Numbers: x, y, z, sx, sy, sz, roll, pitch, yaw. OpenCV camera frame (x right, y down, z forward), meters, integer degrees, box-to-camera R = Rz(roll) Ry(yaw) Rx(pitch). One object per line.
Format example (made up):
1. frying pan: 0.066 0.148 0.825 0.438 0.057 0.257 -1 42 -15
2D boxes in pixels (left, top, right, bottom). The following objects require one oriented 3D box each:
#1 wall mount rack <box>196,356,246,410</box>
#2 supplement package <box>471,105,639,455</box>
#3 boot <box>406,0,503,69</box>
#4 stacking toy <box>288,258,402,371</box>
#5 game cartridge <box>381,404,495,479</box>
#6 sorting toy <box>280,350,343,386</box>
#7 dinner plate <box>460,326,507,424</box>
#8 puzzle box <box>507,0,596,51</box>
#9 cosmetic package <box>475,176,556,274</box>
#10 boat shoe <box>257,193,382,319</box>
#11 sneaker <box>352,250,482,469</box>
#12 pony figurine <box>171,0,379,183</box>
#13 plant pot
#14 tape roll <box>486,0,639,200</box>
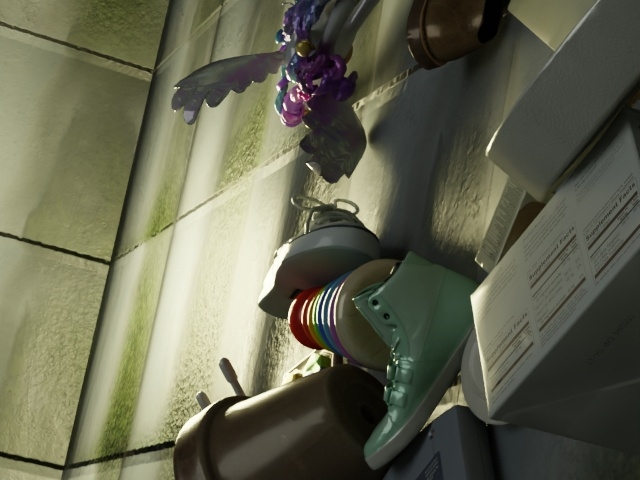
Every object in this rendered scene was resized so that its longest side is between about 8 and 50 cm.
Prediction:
1. wall mount rack: -0.132 0.352 2.369 0.350 0.131 0.304 127 155 -66
2. supplement package: 0.286 0.046 1.402 0.145 0.204 0.262 -94 28 -42
3. boot: 0.201 -0.367 2.189 0.115 0.112 0.305 -13 53 34
4. stacking toy: 0.034 0.104 2.162 0.330 0.141 0.141 167 117 -70
5. game cartridge: 0.116 0.333 1.879 0.196 0.060 0.294 -99 31 -44
6. sorting toy: -0.023 0.245 2.353 0.208 0.038 0.193 132 148 -52
7. dinner plate: 0.201 0.132 1.793 0.141 0.017 0.141 -25 55 42
8. puzzle box: 0.352 -0.398 1.814 0.272 0.052 0.408 -116 45 -63
9. cosmetic package: 0.224 -0.014 1.872 0.060 0.041 0.115 -125 54 -66
10. boat shoe: 0.008 0.003 2.354 0.367 0.136 0.156 129 155 -68
11. sneaker: 0.086 0.135 1.911 0.256 0.151 0.094 -58 -4 10
12. pony figurine: -0.011 -0.275 2.471 0.351 0.303 0.363 -44 -18 -57
13. plant pot: -0.018 0.272 2.049 0.229 0.263 0.263 -41 34 30
14. tape roll: 0.299 -0.200 1.456 0.392 0.072 0.392 -47 -6 -7
